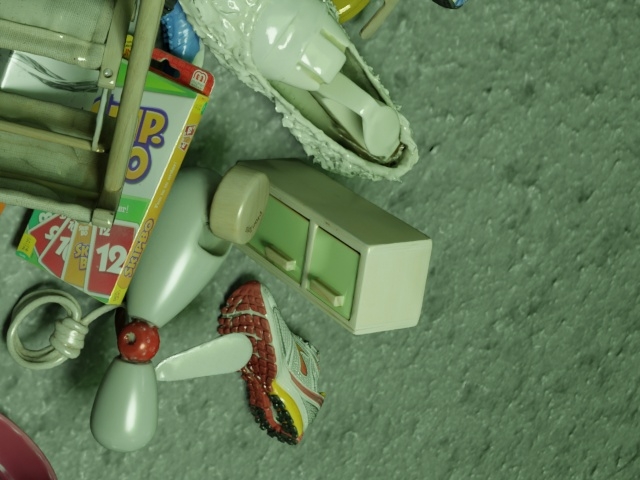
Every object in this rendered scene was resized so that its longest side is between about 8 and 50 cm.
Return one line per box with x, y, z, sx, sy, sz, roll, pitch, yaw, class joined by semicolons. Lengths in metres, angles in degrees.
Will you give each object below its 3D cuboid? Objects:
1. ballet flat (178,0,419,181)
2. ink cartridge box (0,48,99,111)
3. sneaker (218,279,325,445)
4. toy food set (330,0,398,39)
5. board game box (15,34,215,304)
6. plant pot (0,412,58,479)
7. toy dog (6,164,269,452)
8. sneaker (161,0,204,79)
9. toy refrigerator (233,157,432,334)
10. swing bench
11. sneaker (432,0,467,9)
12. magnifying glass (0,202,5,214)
0.001;-0.186;1.477;0.147;0.147;0.409;-52;142;-4;ballet flat
-0.273;-0.181;1.375;0.104;0.060;0.180;14;103;-38;ink cartridge box
-0.055;0.138;1.683;0.093;0.088;0.225;-45;133;-37;sneaker
-0.008;-0.301;1.513;0.218;0.071;0.128;7;131;-36;toy food set
-0.211;-0.076;1.424;0.259;0.124;0.039;-65;161;4;board game box
-0.400;0.287;1.431;0.201;0.201;0.180;26;110;-41;plant pot
-0.162;0.052;1.506;0.333;0.220;0.161;-54;163;7;toy dog
-0.158;-0.227;1.440;0.085;0.058;0.152;14;107;-35;sneaker
0.000;0.000;1.520;0.094;0.269;0.102;-6;115;-34;toy refrigerator
-0.282;-0.167;1.247;0.253;0.165;0.254;13;106;-7;swing bench
0.162;-0.419;1.532;0.147;0.130;0.330;-14;118;-28;sneaker
-0.348;0.002;1.368;0.092;0.026;0.231;72;38;-58;magnifying glass
